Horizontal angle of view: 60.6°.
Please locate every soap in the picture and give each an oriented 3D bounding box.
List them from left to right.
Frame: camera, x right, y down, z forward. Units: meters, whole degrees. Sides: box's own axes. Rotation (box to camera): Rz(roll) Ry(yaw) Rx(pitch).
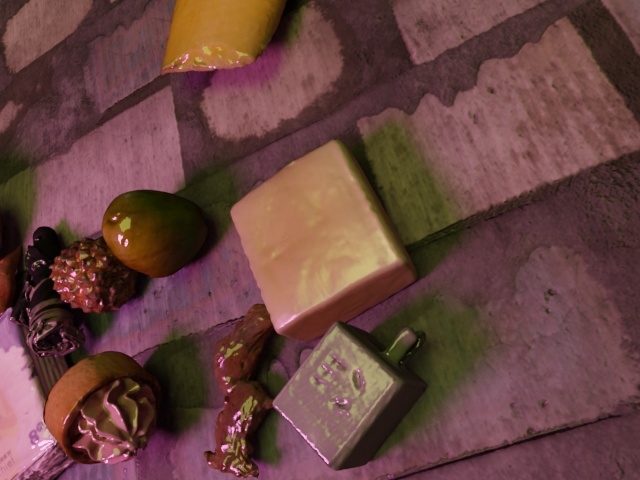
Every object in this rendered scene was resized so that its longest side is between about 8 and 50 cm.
[{"bbox_3d":[-0.201,-0.548,1.226,0.306,0.115,0.427,4,74,32],"label":"soap"}]

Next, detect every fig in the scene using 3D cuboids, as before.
[{"bbox_3d":[-0.318,-0.019,1.071,0.191,0.181,0.181,-17,62,-14],"label":"fig"}]

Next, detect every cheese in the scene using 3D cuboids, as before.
[{"bbox_3d":[0.000,0.000,0.934,0.243,0.124,0.265,-34,60,17],"label":"cheese"}]

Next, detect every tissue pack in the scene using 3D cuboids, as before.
[{"bbox_3d":[-0.630,0.342,1.133,0.242,0.125,0.343,-41,60,8],"label":"tissue pack"}]

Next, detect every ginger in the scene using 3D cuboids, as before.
[{"bbox_3d":[-0.132,0.247,0.937,0.122,0.084,0.289,-4,71,33],"label":"ginger"}]

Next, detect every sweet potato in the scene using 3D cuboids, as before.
[{"bbox_3d":[-0.759,0.137,1.303,0.059,0.067,0.281,-3,72,27],"label":"sweet potato"}]

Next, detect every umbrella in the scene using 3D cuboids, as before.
[{"bbox_3d":[-0.600,0.105,1.200,0.106,0.113,0.357,-36,49,5],"label":"umbrella"}]

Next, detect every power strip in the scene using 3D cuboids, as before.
[{"bbox_3d":[0.062,0.208,0.819,0.140,0.139,0.224,38,93,32],"label":"power strip"}]

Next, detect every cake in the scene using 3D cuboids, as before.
[{"bbox_3d":[-0.363,0.316,0.977,0.178,0.207,0.185,32,67,26],"label":"cake"}]

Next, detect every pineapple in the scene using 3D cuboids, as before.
[{"bbox_3d":[-0.475,0.063,1.136,0.193,0.166,0.166,19,82,30],"label":"pineapple"}]

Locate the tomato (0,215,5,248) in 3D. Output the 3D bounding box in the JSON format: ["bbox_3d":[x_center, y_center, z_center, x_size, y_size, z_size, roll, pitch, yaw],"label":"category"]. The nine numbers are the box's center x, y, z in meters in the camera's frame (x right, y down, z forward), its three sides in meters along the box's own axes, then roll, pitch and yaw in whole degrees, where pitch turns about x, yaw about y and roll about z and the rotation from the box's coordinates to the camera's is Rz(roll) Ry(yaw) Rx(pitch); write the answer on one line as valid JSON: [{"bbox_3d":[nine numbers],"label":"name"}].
[{"bbox_3d":[-0.928,0.008,1.317,0.317,0.282,0.316,-26,43,27],"label":"tomato"}]
